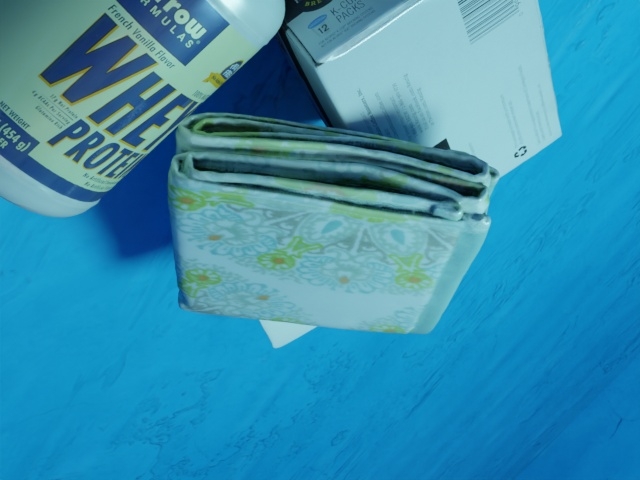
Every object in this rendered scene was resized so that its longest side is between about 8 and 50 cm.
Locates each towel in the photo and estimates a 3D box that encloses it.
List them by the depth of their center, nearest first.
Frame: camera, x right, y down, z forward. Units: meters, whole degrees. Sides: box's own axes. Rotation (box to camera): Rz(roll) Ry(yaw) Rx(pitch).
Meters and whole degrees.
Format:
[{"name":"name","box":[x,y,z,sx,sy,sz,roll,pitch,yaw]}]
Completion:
[{"name":"towel","box":[0.000,0.000,1.022,0.320,0.090,0.374,8,153,-2]}]

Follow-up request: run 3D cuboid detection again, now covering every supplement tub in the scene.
[{"name":"supplement tub","box":[-0.179,-0.203,0.788,0.325,0.235,0.235,-41,146,9]}]

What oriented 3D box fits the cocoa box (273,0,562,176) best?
[{"name":"cocoa box","box":[0.089,-0.215,1.013,0.231,0.228,0.347,-34,146,2]}]

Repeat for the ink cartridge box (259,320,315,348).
[{"name":"ink cartridge box","box":[0.040,-0.017,1.312,0.353,0.119,0.207,-30,145,-8]}]
